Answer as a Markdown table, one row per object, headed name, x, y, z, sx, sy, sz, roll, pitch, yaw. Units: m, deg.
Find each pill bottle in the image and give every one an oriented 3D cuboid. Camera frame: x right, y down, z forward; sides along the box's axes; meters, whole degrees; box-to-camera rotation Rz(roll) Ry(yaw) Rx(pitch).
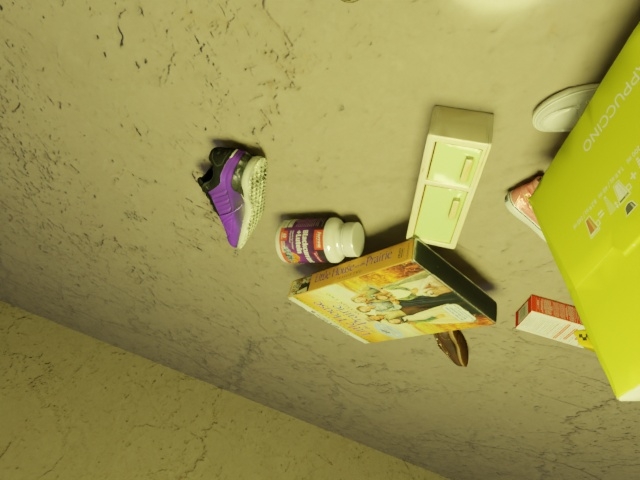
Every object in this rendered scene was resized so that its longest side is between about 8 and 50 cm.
| name | x | y | z | sx | sy | sz | roll | pitch | yaw |
| --- | --- | --- | --- | --- | --- | --- | --- | --- | --- |
| pill bottle | 0.000 | 0.000 | 1.057 | 0.194 | 0.108 | 0.108 | -2 | 138 | 27 |

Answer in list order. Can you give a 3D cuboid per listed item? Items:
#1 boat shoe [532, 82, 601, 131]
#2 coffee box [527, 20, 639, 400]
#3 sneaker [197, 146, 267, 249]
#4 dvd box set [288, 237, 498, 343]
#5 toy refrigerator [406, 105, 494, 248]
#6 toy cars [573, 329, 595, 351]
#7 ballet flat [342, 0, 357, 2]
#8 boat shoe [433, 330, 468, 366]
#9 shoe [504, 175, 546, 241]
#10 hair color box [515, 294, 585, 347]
| name | x | y | z | sx | sy | sz | roll | pitch | yaw |
| --- | --- | --- | --- | --- | --- | --- | --- | --- | --- |
| boat shoe | 0.414 | -0.190 | 0.662 | 0.184 | 0.063 | 0.066 | -3 | 137 | 28 |
| coffee box | 0.512 | -0.037 | 0.515 | 0.335 | 0.338 | 0.337 | 1 | 142 | -4 |
| sneaker | -0.213 | -0.105 | 1.043 | 0.146 | 0.102 | 0.293 | 22 | 139 | 4 |
| dvd box set | 0.161 | 0.147 | 1.101 | 0.308 | 0.062 | 0.420 | 36 | 144 | -28 |
| toy refrigerator | 0.231 | -0.103 | 0.831 | 0.102 | 0.094 | 0.269 | 13 | 142 | 10 |
| toy cars | 0.716 | 0.218 | 0.867 | 0.394 | 0.087 | 0.176 | 2 | 158 | 6 |
| ballet flat | 0.064 | -0.407 | 0.534 | 0.084 | 0.058 | 0.250 | 49 | 142 | 12 |
| boat shoe | 0.371 | 0.289 | 1.283 | 0.073 | 0.073 | 0.207 | -5 | 129 | 33 |
| shoe | 0.436 | -0.048 | 0.829 | 0.178 | 0.063 | 0.081 | 33 | 147 | -10 |
| hair color box | 0.575 | 0.196 | 1.083 | 0.167 | 0.053 | 0.093 | 17 | 142 | 7 |
